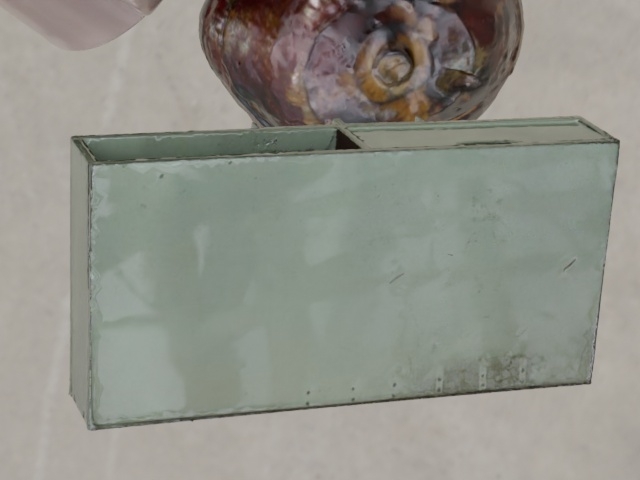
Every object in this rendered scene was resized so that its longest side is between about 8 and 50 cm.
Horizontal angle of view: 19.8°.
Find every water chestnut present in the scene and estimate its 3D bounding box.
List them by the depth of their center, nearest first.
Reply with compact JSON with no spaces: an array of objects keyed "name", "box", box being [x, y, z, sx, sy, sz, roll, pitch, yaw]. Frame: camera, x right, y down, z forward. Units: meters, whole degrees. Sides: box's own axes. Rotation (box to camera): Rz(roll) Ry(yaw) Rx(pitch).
[{"name":"water chestnut","box":[0.039,-0.192,1.647,0.289,0.289,0.244,-41,69,43]}]

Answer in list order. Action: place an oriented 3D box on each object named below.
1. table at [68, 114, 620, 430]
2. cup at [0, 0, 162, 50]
[{"name":"table","box":[0.000,0.000,0.839,0.240,0.111,0.121,-3,111,-19]},{"name":"cup","box":[-0.229,-0.277,1.556,0.191,0.253,0.200,-50,136,6]}]
